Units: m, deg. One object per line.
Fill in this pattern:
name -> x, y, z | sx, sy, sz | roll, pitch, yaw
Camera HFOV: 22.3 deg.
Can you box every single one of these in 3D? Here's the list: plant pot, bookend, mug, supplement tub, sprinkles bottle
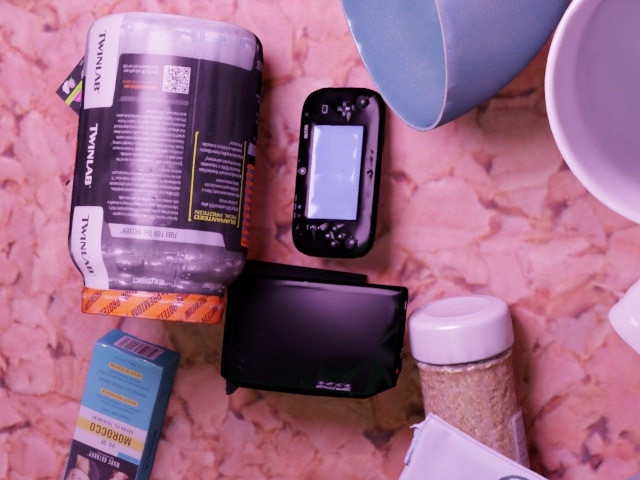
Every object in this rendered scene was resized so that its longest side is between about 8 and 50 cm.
plant pot -> 0.154, -0.282, 1.716 | 0.195, 0.290, 0.290 | -19, 100, -14
bookend -> -0.031, 0.114, 1.975 | 0.156, 0.072, 0.157 | 8, 108, 16
mug -> 0.430, -0.189, 1.593 | 0.374, 0.328, 0.276 | -18, 98, 22
supplement tub -> -0.178, -0.078, 1.850 | 0.207, 0.207, 0.338 | 4, 86, 18
sprinkles bottle -> 0.187, 0.247, 1.913 | 0.121, 0.121, 0.355 | -5, 104, 20

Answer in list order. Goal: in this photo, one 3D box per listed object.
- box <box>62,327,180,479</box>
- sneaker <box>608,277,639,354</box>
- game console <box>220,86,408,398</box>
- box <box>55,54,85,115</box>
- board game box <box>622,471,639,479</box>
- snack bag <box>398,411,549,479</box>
box -> -0.262, 0.245, 2.096 | 0.100, 0.060, 0.244 | 20, 110, 13
sneaker -> 0.481, 0.114, 1.784 | 0.292, 0.108, 0.169 | 39, 116, 6
game console -> 0.000, 0.000, 1.889 | 0.213, 0.044, 0.361 | 4, 86, 16
box -> -0.270, -0.193, 1.979 | 0.062, 0.052, 0.083 | 44, 112, 3
board game box -> 0.368, 0.459, 1.888 | 0.224, 0.097, 0.303 | 40, 116, 26
snack bag -> 0.205, 0.406, 1.867 | 0.342, 0.037, 0.323 | 28, 112, 12
